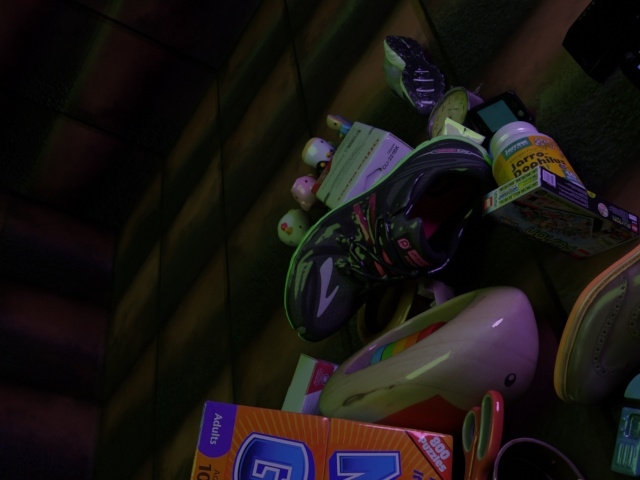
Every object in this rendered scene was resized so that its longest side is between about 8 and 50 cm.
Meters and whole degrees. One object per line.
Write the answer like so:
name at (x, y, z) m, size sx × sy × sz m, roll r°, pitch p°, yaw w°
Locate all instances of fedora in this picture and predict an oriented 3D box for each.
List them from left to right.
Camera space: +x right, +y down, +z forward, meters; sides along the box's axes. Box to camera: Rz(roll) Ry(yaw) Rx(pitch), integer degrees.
fedora at (0.149, 0.129, 1.559) m, size 0.194 × 0.079 × 0.194 m, roll -42°, pitch 36°, yaw 40°

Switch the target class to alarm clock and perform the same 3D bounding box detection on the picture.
alarm clock at (0.269, -0.222, 1.614) m, size 0.129 × 0.064 × 0.192 m, roll 18°, pitch 84°, yaw 63°

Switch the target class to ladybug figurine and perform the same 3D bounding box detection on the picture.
ladybug figurine at (0.174, 0.220, 1.288) m, size 0.305 × 0.162 × 0.449 m, roll -34°, pitch 1°, yaw -40°

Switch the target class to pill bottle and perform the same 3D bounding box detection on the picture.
pill bottle at (0.352, -0.104, 1.315) m, size 0.117 × 0.118 × 0.208 m, roll -52°, pitch 31°, yaw 30°

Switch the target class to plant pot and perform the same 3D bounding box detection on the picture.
plant pot at (0.262, 0.384, 1.098) m, size 0.165 × 0.167 × 0.167 m, roll 125°, pitch 151°, yaw -42°

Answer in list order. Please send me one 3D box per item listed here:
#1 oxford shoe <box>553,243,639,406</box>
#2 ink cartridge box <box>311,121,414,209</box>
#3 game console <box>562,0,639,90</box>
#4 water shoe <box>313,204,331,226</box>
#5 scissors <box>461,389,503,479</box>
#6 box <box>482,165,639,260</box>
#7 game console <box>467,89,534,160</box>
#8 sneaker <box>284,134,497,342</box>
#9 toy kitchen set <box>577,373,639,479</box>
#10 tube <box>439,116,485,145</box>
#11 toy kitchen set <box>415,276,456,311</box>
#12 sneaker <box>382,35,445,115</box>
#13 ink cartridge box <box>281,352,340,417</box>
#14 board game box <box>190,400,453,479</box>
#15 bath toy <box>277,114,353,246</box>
oxford shoe at (0.434, 0.085, 1.024) m, size 0.363 × 0.130 × 0.133 m, roll -61°, pitch 35°, yaw 17°
ink cartridge box at (0.099, -0.138, 1.736) m, size 0.197 × 0.114 × 0.273 m, roll -57°, pitch 16°, yaw 5°
game console at (0.520, -0.312, 1.242) m, size 0.213 × 0.044 × 0.361 m, roll -53°, pitch 31°, yaw 28°
water shoe at (0.000, 0.000, 1.928) m, size 0.203 × 0.080 × 0.073 m, roll -62°, pitch 27°, yaw 12°
scissors at (0.196, 0.341, 1.033) m, size 0.109 × 0.021 × 0.297 m, roll 125°, pitch 161°, yaw -62°
box at (0.352, -0.036, 1.168) m, size 0.114 × 0.207 × 0.036 m, roll -33°, pitch 43°, yaw 50°
game console at (0.329, -0.203, 1.487) m, size 0.071 × 0.107 × 0.122 m, roll -50°, pitch 16°, yaw -31°
sneaker at (0.117, 0.000, 1.438) m, size 0.483 × 0.185 × 0.202 m, roll -46°, pitch 21°, yaw 7°
toy kitchen set at (0.412, 0.256, 0.936) m, size 0.166 × 0.122 × 0.207 m, roll -6°, pitch 66°, yaw 60°
tube at (0.236, -0.112, 1.568) m, size 0.062 × 0.070 × 0.240 m, roll -91°, pitch 22°, yaw -69°
toy kitchen set at (0.201, 0.122, 1.465) m, size 0.075 × 0.083 × 0.068 m, roll -48°, pitch 33°, yaw 35°
sneaker at (0.207, -0.360, 1.818) m, size 0.271 × 0.100 × 0.108 m, roll -106°, pitch 20°, yaw -46°
ink cartridge box at (0.028, 0.306, 1.550) m, size 0.072 × 0.175 × 0.127 m, roll 8°, pitch 78°, yaw 60°
board game box at (-0.026, 0.477, 1.192) m, size 0.356 × 0.356 × 0.356 m, roll 105°, pitch 174°, yaw -64°
bath toy at (-0.004, -0.130, 1.961) m, size 0.348 × 0.151 × 0.129 m, roll -64°, pitch 28°, yaw 16°
